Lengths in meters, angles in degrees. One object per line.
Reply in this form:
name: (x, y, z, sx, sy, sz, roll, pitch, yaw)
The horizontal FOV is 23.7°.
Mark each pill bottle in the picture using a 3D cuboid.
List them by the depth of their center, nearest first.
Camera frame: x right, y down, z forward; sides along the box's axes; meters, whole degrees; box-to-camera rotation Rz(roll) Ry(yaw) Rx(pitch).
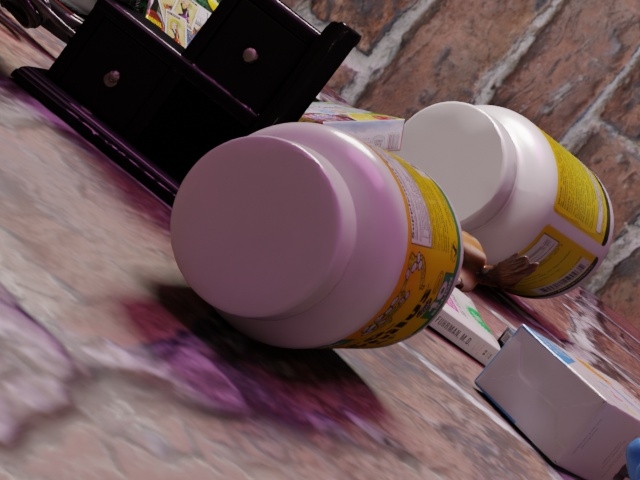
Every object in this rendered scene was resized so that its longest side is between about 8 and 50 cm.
pill bottle: (0.000, 0.000, 0.815, 0.117, 0.117, 0.208, 40, 8, 16)
pill bottle: (0.207, -0.048, 1.771, 0.188, 0.188, 0.334, 42, 8, 29)

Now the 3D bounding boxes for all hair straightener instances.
hair straightener: (-0.247, -0.194, 1.148, 0.230, 0.047, 0.089, 45, 10, 19)

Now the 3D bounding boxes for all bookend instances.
bookend: (-0.084, -0.118, 0.983, 0.156, 0.157, 0.072, 39, 7, 5)

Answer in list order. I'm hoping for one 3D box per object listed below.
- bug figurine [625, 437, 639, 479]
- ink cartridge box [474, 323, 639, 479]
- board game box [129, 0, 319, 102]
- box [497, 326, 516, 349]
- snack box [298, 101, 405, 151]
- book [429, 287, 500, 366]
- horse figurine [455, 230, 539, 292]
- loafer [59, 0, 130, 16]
bug figurine: (0.291, 0.231, 0.956, 0.279, 0.072, 0.216, 41, 13, -8)
ink cartridge box: (0.211, 0.141, 1.153, 0.181, 0.061, 0.104, 31, 11, -44)
board game box: (-0.091, -0.189, 1.542, 0.259, 0.030, 0.136, 30, 52, -43)
box: (0.219, 0.136, 1.344, 0.094, 0.027, 0.137, 31, 10, -32)
snack box: (0.004, -0.113, 1.525, 0.100, 0.037, 0.141, 15, 13, 35)
book: (0.080, 0.042, 1.269, 0.144, 0.035, 0.096, 36, 12, -24)
horse figurine: (0.090, -0.012, 1.460, 0.263, 0.066, 0.174, 33, 2, 21)
loafer: (-0.192, -0.252, 1.526, 0.094, 0.087, 0.251, 42, 9, 29)
